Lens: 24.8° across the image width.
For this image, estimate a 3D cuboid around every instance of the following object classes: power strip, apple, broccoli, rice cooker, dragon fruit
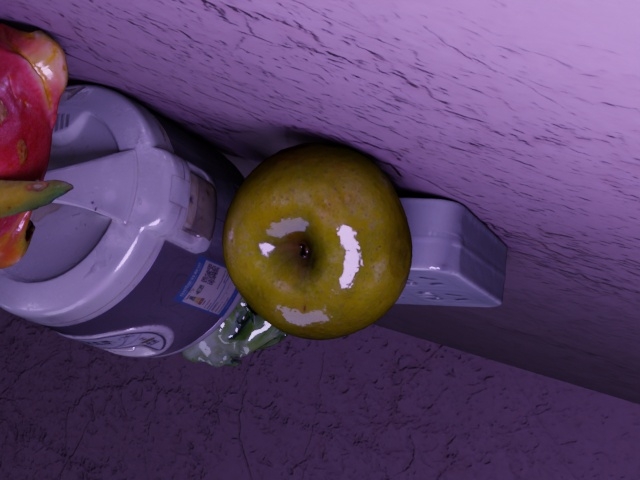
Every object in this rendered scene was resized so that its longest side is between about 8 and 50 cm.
[{"bbox_3d":[0.064,-0.003,1.648,0.261,0.141,0.229,1,167,23],"label":"power strip"},{"bbox_3d":[0.000,0.000,1.451,0.196,0.196,0.157,17,-164,23],"label":"apple"},{"bbox_3d":[-0.101,0.053,2.006,0.265,0.245,0.294,41,141,-18],"label":"broccoli"},{"bbox_3d":[-0.233,-0.017,1.640,0.288,0.288,0.277,15,172,32],"label":"rice cooker"},{"bbox_3d":[-0.370,-0.107,1.446,0.290,0.291,0.189,13,-155,43],"label":"dragon fruit"}]
